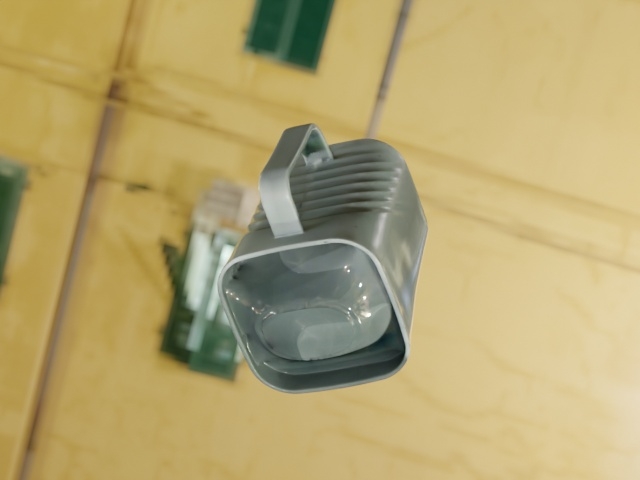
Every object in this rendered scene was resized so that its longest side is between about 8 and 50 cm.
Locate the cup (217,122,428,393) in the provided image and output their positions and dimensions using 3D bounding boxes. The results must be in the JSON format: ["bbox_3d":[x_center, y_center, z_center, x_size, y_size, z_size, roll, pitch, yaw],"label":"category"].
[{"bbox_3d":[0.000,0.000,1.033,0.095,0.128,0.129,-12,-151,18],"label":"cup"}]
